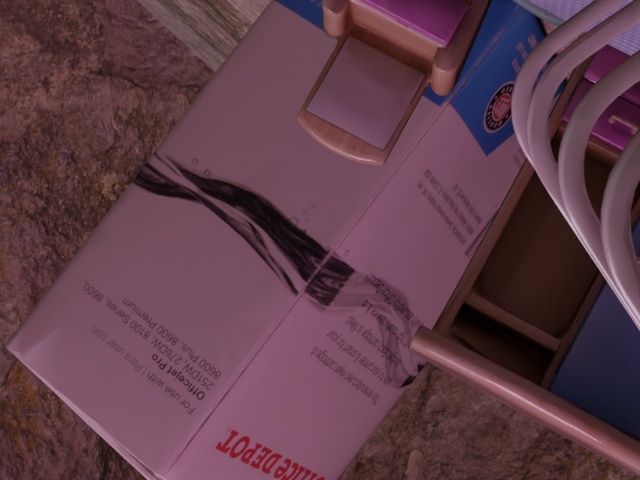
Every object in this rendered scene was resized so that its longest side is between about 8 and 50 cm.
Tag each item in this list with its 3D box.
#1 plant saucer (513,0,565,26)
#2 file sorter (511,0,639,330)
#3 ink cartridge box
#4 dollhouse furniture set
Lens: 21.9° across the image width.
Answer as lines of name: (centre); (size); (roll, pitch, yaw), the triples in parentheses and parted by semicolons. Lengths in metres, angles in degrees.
plant saucer: (0.115, -0.158, 0.890); (0.195, 0.037, 0.195); (37, 177, 2)
file sorter: (0.170, -0.001, 0.428); (0.193, 0.173, 0.277); (54, -172, -10)
ink cartridge box: (0.000, 0.000, 1.201); (0.166, 0.395, 0.285); (36, 176, 24)
dollhouse furniture set: (0.107, -0.042, 0.719); (0.286, 0.198, 0.303); (28, 172, 6)
